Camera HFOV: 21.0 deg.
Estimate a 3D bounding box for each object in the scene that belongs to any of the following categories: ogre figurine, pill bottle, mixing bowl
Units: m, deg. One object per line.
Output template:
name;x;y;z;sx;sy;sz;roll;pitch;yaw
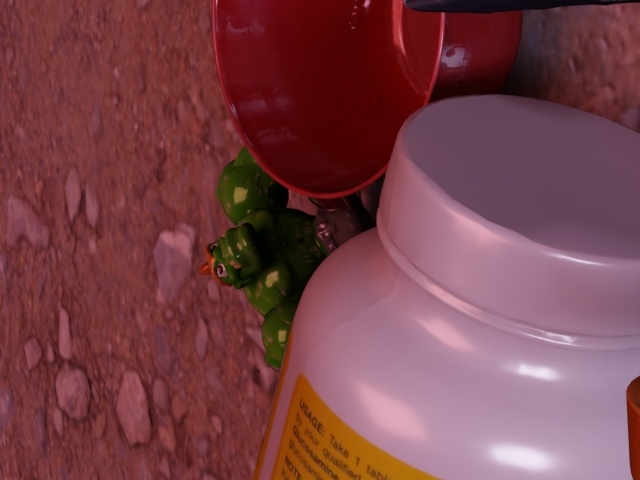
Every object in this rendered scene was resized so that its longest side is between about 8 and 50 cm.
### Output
ogre figurine;0.000;0.000;0.967;0.118;0.097;0.197;-34;82;35
pill bottle;0.065;0.112;0.793;0.188;0.188;0.334;46;133;43
mixing bowl;0.036;-0.113;0.869;0.181;0.098;0.181;6;98;52

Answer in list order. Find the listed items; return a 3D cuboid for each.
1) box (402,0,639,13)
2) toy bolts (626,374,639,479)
box;0.167;-0.266;0.573;0.312;0.179;0.343;-4;92;58
toy bolts;0.226;0.015;0.538;0.228;0.218;0.158;20;108;35
